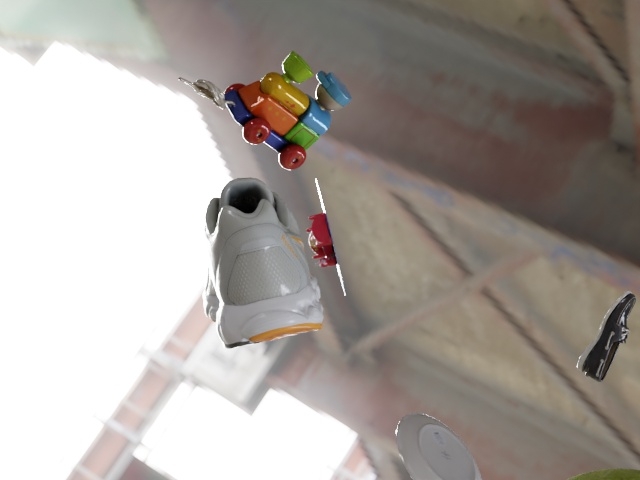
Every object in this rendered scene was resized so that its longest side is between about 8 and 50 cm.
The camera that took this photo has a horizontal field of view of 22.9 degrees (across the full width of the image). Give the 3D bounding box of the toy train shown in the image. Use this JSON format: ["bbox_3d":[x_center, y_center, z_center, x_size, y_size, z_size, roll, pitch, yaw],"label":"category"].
[{"bbox_3d":[-0.072,-0.217,2.263,0.248,0.143,0.105,34,19,-46],"label":"toy train"}]

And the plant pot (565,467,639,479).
[{"bbox_3d":[0.246,0.384,1.422,0.275,0.274,0.293,27,24,19],"label":"plant pot"}]

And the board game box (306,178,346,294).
[{"bbox_3d":[0.000,0.000,2.207,0.133,0.033,0.168,-105,-179,-57],"label":"board game box"}]

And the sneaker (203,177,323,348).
[{"bbox_3d":[-0.051,0.006,1.271,0.262,0.099,0.121,-153,-128,-80],"label":"sneaker"}]

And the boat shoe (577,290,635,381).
[{"bbox_3d":[0.380,0.125,2.058,0.038,0.125,0.046,35,9,29],"label":"boat shoe"}]

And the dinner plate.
[{"bbox_3d":[0.149,0.266,1.918,0.141,0.141,0.017,39,-60,-13],"label":"dinner plate"}]
